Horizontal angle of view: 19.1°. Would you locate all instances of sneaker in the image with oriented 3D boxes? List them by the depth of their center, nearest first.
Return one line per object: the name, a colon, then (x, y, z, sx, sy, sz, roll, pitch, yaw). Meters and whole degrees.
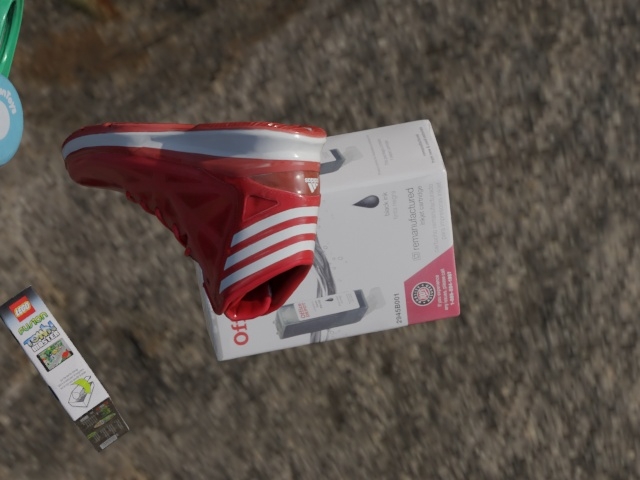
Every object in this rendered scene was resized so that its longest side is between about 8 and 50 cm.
sneaker: (-0.092, -0.012, 1.249, 0.221, 0.087, 0.128, 0, 88, 46)

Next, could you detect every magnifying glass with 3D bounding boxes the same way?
magnifying glass: (-0.286, -0.120, 1.633, 0.026, 0.231, 0.092, 15, 40, -1)

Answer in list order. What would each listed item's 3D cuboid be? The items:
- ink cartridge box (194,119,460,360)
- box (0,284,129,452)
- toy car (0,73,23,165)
ink cartridge box: (0.000, 0.000, 1.615, 0.218, 0.158, 0.092, -10, 34, -2)
box: (-0.214, 0.112, 1.604, 0.036, 0.207, 0.114, -35, 80, -8)
toy car: (-0.342, -0.179, 1.390, 0.219, 0.210, 0.238, -2, 73, 30)
